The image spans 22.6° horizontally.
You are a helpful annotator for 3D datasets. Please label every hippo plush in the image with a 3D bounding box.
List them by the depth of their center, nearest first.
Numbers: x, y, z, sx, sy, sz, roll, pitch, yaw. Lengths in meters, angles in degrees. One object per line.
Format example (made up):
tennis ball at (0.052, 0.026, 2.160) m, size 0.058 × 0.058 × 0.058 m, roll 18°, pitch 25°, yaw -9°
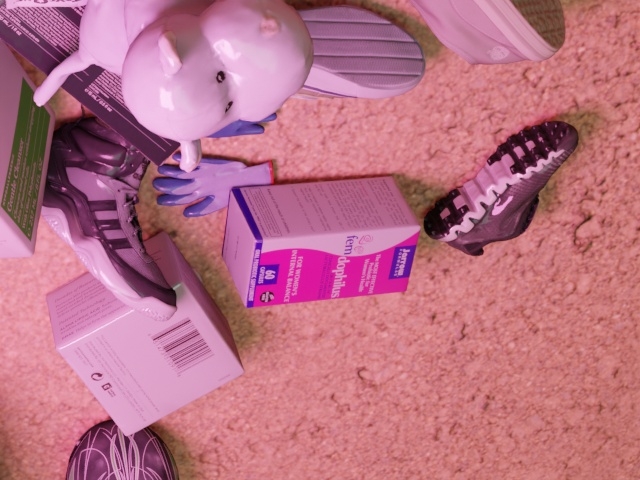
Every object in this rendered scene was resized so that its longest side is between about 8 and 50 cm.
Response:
hippo plush at (-0.133, -0.212, 1.467) m, size 0.294 × 0.236 × 0.234 m, roll -17°, pitch 126°, yaw -8°

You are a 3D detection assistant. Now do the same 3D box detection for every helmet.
helmet at (-0.265, 0.328, 2.138) m, size 0.169 × 0.169 × 0.161 m, roll -5°, pitch 141°, yaw -14°

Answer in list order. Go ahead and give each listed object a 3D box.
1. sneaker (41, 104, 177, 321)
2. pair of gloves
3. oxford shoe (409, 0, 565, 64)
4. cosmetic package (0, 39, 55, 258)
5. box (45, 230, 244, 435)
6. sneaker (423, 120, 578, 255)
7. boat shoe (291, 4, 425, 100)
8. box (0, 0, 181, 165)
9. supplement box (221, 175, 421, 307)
sneaker at (-0.231, -0.040, 1.876) m, size 0.153 × 0.101 × 0.268 m, roll -42°, pitch 91°, yaw 3°
pair of gloves at (-0.128, -0.117, 1.955) m, size 0.159 × 0.023 × 0.198 m, roll -8°, pitch 126°, yaw -14°
oxford shoe at (0.114, -0.349, 1.803) m, size 0.130 × 0.169 × 0.449 m, roll -17°, pitch 133°, yaw 35°
cosmetic package at (-0.418, -0.141, 1.643) m, size 0.155 × 0.197 × 0.365 m, roll -2°, pitch 154°, yaw 12°
box at (-0.222, 0.118, 2.024) m, size 0.182 × 0.119 × 0.181 m, roll -29°, pitch 127°, yaw 3°
sneaker at (0.251, -0.062, 2.082) m, size 0.234 × 0.078 × 0.106 m, roll -40°, pitch 128°, yaw 15°
boat shoe at (-0.022, -0.218, 1.884) m, size 0.302 × 0.109 × 0.094 m, roll 5°, pitch 162°, yaw -26°
box at (-0.199, -0.230, 1.642) m, size 0.184 × 0.103 × 0.261 m, roll -41°, pitch 126°, yaw 12°
supplement box at (0.000, 0.000, 2.008) m, size 0.220 × 0.114 × 0.111 m, roll -6°, pitch 130°, yaw -20°
